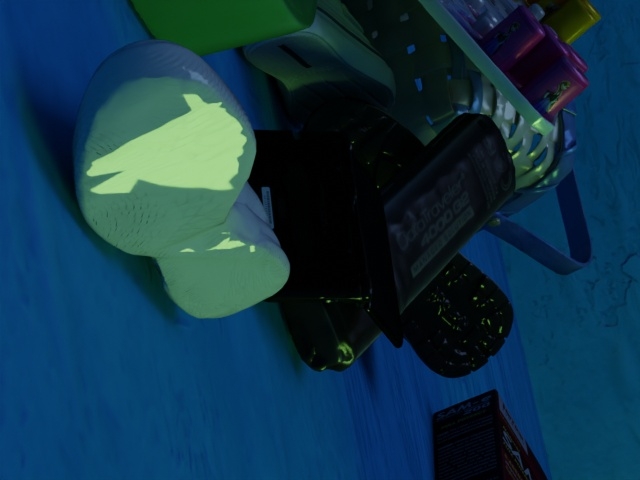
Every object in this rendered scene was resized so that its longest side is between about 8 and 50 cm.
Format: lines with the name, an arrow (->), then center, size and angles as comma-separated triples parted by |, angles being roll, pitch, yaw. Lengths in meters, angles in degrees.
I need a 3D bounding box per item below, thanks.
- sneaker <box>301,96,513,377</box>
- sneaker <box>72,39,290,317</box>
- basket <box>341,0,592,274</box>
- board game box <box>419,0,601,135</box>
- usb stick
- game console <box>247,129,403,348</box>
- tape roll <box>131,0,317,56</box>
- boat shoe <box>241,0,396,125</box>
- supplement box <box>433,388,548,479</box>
sneaker -> 0.038, -0.012, 1.430 | 0.124, 0.107, 0.283 | 44, -11, 47
sneaker -> -0.071, -0.043, 0.836 | 0.212, 0.080, 0.094 | 74, -5, -64
basket -> 0.136, -0.120, 1.656 | 0.289, 0.201, 0.255 | 22, 50, -41
board game box -> 0.064, -0.269, 1.387 | 0.390, 0.050, 0.390 | 48, 16, -4
usb stick -> 0.058, -0.005, 1.270 | 0.278, 0.045, 0.077 | -43, 115, -49
game console -> 0.000, 0.000, 1.155 | 0.071, 0.107, 0.122 | 109, -22, -54
tape roll -> -0.080, -0.264, 1.040 | 0.321, 0.077, 0.321 | -13, 90, -82
boat shoe -> 0.000, -0.143, 1.326 | 0.226, 0.083, 0.076 | 46, 33, -71
supplement box -> 0.164, 0.261, 1.727 | 0.130, 0.073, 0.239 | 59, 16, -26
